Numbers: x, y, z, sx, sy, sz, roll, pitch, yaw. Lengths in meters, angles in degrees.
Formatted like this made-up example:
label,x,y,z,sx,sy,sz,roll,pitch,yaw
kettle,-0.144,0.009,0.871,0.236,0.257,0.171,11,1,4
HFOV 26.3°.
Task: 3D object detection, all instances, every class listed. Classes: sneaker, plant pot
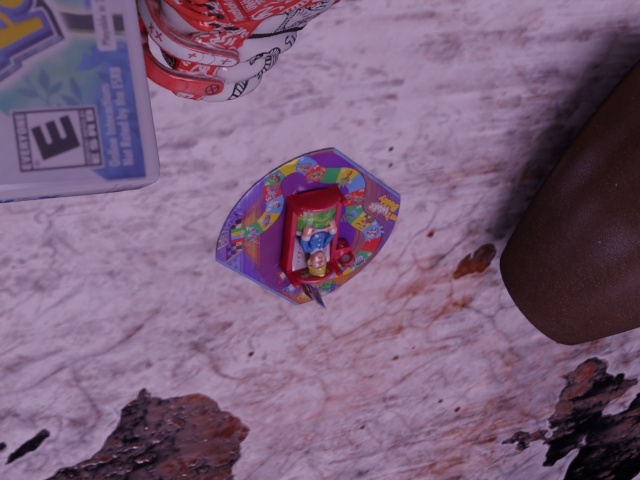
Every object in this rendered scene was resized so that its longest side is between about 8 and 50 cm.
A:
label,x,y,z,sx,sy,sz,roll,pitch,yaw
sneaker,-0.061,-0.141,0.758,0.145,0.090,0.270,-45,173,18
plant pot,0.272,-0.016,1.183,0.215,0.215,0.230,16,133,-43

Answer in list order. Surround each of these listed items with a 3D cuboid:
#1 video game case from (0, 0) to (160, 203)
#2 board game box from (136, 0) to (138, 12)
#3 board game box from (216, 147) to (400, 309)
label,x,y,z,sx,sy,sz,roll,pitch,yaw
video game case,-0.236,-0.172,0.619,0.300,0.329,0.036,-7,177,-29
board game box,-0.104,-0.191,0.853,0.181,0.043,0.092,-7,132,-29
board game box,0.000,0.000,1.120,0.133,0.033,0.169,-45,140,12
